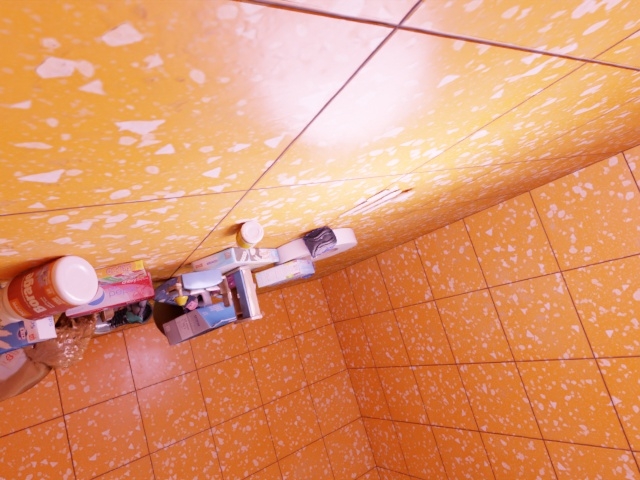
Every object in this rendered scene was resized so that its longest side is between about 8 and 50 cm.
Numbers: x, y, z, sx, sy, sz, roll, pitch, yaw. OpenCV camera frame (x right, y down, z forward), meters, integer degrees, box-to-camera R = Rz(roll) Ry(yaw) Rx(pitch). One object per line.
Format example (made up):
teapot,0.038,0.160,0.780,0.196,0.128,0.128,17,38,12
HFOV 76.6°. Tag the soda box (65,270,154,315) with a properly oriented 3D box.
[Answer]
soda box,-0.696,0.178,1.345,0.263,0.092,0.083,-13,169,-23

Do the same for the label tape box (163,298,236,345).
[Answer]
label tape box,-0.497,0.351,1.842,0.347,0.115,0.249,-28,170,27

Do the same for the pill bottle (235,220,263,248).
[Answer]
pill bottle,-0.212,-0.010,1.186,0.065,0.065,0.116,-13,170,-27

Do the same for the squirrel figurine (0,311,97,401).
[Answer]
squirrel figurine,-1.059,0.409,1.551,0.396,0.281,0.370,-12,177,-15

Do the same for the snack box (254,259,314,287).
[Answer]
snack box,-0.153,0.143,1.770,0.207,0.070,0.174,-21,171,16

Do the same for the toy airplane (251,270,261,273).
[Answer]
toy airplane,-0.379,0.171,2.114,0.151,0.028,0.151,-15,171,-2

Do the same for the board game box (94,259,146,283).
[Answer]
board game box,-0.662,0.112,1.207,0.259,0.039,0.124,-11,169,-22

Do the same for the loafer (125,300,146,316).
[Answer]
loafer,-0.753,0.235,1.652,0.095,0.109,0.302,23,153,-18

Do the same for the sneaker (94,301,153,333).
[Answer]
sneaker,-0.926,0.361,1.928,0.178,0.124,0.295,-18,-179,41

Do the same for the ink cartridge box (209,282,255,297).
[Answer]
ink cartridge box,-0.431,0.241,1.987,0.190,0.082,0.139,9,172,-28

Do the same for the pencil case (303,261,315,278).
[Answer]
pencil case,-0.112,0.145,2.141,0.119,0.133,0.306,-51,168,4

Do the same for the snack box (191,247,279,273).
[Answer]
snack box,-0.319,0.083,1.577,0.187,0.060,0.322,-19,171,21

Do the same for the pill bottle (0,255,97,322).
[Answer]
pill bottle,-0.663,0.124,0.972,0.216,0.121,0.121,-20,171,13

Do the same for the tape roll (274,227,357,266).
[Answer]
tape roll,-0.029,0.038,1.821,0.391,0.072,0.392,-16,172,-2

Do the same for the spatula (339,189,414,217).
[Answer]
spatula,0.190,-0.124,1.402,0.168,0.019,0.242,-10,169,-42

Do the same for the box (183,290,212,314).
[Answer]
box,-0.605,0.273,1.961,0.126,0.137,0.072,-20,169,20

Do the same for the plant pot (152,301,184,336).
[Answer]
plant pot,-0.702,0.358,2.129,0.237,0.237,0.254,-21,-176,25

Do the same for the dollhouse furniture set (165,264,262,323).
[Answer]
dollhouse furniture set,-0.418,0.229,1.471,0.303,0.198,0.286,-6,168,-42

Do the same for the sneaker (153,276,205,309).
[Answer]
sneaker,-0.578,0.232,1.699,0.112,0.131,0.319,-43,171,8

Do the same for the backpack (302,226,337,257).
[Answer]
backpack,0.000,0.000,1.574,0.120,0.098,0.101,-29,-179,-3

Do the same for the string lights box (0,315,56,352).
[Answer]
string lights box,-0.999,0.286,1.300,0.259,0.134,0.077,-18,171,3

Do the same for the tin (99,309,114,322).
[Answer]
tin,-0.807,0.247,1.514,0.040,0.106,0.189,-11,170,-34
